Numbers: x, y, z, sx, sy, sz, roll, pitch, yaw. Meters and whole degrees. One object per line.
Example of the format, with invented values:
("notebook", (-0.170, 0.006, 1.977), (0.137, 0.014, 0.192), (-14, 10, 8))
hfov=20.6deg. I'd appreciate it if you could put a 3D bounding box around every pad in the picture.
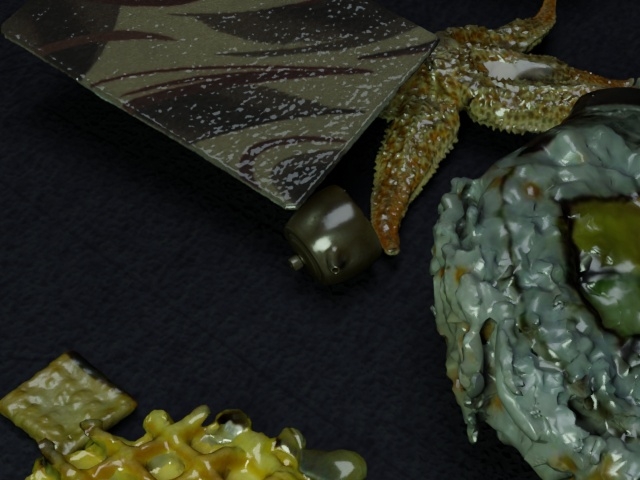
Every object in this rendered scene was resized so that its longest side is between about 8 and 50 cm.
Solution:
("pad", (-0.090, -0.179, 1.535), (0.330, 0.004, 0.220), (31, 66, 18))

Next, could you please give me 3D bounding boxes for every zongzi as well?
("zongzi", (0.011, -0.165, 1.557), (0.104, 0.052, 0.113), (6, 73, 34))

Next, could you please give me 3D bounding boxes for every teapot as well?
("teapot", (0.000, 0.000, 1.466), (0.068, 0.076, 0.121), (-35, 28, -12))

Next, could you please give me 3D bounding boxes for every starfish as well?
("starfish", (0.151, -0.133, 1.580), (0.294, 0.084, 0.301), (-13, 43, -9))

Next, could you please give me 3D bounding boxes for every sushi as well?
("sushi", (0.269, 0.062, 1.338), (0.418, 0.175, 0.417), (5, 48, -6))

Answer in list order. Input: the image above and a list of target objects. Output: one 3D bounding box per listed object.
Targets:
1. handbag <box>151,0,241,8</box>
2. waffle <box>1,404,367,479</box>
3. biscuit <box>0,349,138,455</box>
("handbag", (-0.125, -0.237, 1.655), (0.205, 0.116, 0.179), (24, 51, 20))
("waffle", (-0.097, 0.243, 1.239), (0.329, 0.062, 0.329), (0, 45, 0))
("biscuit", (-0.197, 0.129, 1.376), (0.083, 0.018, 0.081), (34, 55, 28))
